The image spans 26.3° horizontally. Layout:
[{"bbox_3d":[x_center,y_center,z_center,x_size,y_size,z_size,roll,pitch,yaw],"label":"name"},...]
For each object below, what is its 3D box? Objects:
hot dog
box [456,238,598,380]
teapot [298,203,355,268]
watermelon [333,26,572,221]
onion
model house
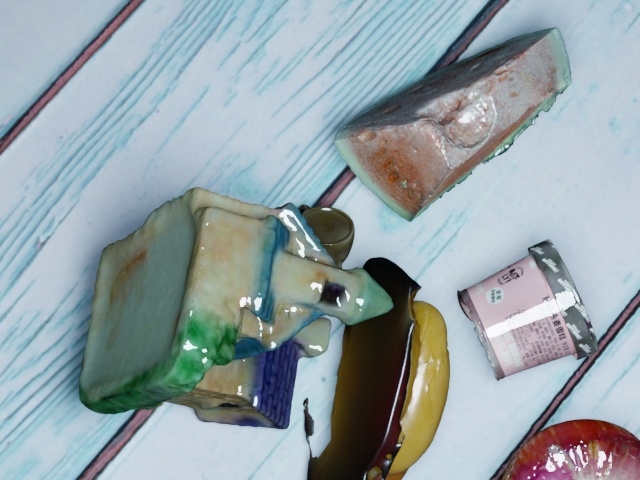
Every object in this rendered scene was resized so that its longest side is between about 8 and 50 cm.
[{"bbox_3d":[0.082,0.197,1.680,0.107,0.194,0.326,18,97,-31],"label":"hot dog"},{"bbox_3d":[0.251,0.093,1.688,0.135,0.151,0.151,-24,73,5],"label":"box"},{"bbox_3d":[0.000,0.000,1.772,0.076,0.068,0.121,-18,49,-26],"label":"teapot"},{"bbox_3d":[0.185,-0.141,1.733,0.318,0.226,0.148,-27,100,7],"label":"watermelon"},{"bbox_3d":[0.297,0.312,1.619,0.230,0.163,0.230,-2,102,-12],"label":"onion"},{"bbox_3d":[-0.092,0.100,1.628,0.280,0.312,0.245,18,68,-28],"label":"model house"}]
